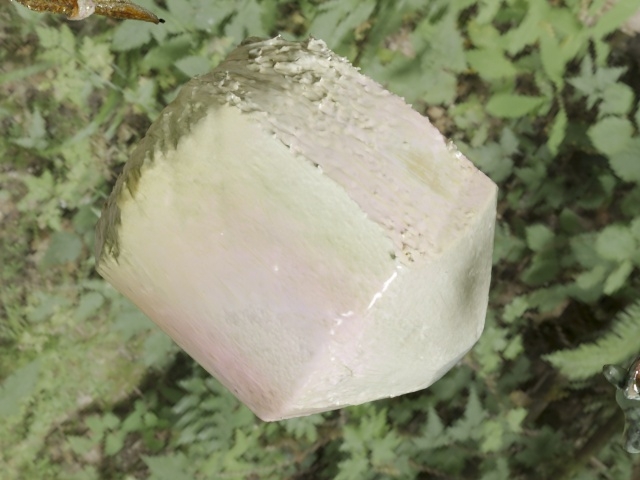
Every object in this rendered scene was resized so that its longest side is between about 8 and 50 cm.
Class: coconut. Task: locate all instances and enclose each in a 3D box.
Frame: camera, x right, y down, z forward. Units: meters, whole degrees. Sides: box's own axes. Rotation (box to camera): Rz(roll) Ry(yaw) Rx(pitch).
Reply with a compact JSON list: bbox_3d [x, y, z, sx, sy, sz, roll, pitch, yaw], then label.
[{"bbox_3d":[0.000,0.000,0.901,0.297,0.309,0.297,-53,179,-1],"label":"coconut"}]

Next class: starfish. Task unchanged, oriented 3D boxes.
[{"bbox_3d":[-0.251,-0.224,0.929,0.227,0.240,0.043,10,110,-53],"label":"starfish"}]

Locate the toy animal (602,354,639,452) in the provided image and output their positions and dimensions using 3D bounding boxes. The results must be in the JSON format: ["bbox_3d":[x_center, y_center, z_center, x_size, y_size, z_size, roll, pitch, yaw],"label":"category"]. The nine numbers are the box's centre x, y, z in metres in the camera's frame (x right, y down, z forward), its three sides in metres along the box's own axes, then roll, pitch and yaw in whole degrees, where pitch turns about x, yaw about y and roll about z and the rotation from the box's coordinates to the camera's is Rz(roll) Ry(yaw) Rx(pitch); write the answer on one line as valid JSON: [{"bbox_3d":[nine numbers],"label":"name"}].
[{"bbox_3d":[0.295,0.061,0.803,0.170,0.090,0.255,54,44,-33],"label":"toy animal"}]
